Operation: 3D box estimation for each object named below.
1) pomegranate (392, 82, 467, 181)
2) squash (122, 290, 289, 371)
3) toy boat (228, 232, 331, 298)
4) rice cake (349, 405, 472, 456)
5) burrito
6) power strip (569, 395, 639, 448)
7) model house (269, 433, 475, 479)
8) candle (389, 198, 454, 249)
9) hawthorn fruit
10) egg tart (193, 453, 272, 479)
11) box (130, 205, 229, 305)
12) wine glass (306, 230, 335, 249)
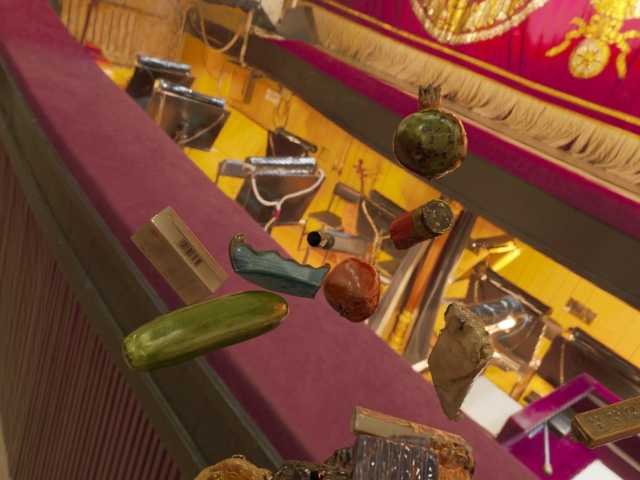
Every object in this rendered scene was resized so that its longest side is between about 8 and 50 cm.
[{"bbox_3d":[0.238,-0.231,1.099,0.159,0.205,0.159,-1,0,0],"label":"pomegranate"},{"bbox_3d":[-0.171,0.132,0.792,0.292,0.082,0.082,-12,38,-43],"label":"squash"},{"bbox_3d":[-0.076,0.042,0.911,0.185,0.075,0.077,14,57,-4],"label":"toy boat"},{"bbox_3d":[0.166,0.362,0.941,0.256,0.052,0.057,21,-6,-16],"label":"rice cake"},{"bbox_3d":[0.365,0.317,1.362,0.107,0.348,0.175,-9,43,-13],"label":"burrito"},{"bbox_3d":[0.659,0.370,1.076,0.305,0.044,0.064,-9,37,-15],"label":"power strip"},{"bbox_3d":[0.037,0.272,0.511,0.172,0.182,0.167,36,52,-42],"label":"model house"},{"bbox_3d":[0.136,-0.018,0.734,0.051,0.052,0.130,13,-17,-18],"label":"candle"},{"bbox_3d":[0.065,0.097,1.008,0.128,0.128,0.128,17,23,-7],"label":"hawthorn fruit"},{"bbox_3d":[-0.226,0.700,1.333,0.290,0.291,0.107,24,-7,10],"label":"egg tart"},{"bbox_3d":[-0.305,0.038,1.102,0.201,0.141,0.058,51,51,-10],"label":"box"},{"bbox_3d":[0.000,0.000,1.724,0.066,0.066,0.198,26,4,13],"label":"wine glass"}]
